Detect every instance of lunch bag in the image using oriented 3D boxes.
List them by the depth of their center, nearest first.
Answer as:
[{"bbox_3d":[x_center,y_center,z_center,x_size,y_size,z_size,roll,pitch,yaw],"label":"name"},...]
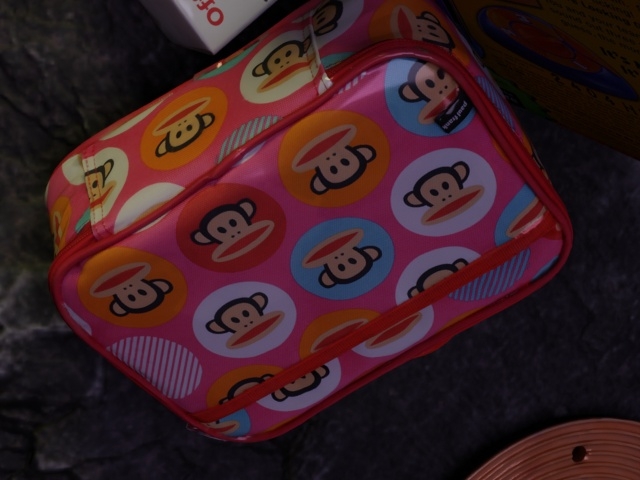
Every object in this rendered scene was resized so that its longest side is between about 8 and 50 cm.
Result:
[{"bbox_3d":[0.000,0.000,0.912,0.293,0.120,0.258,-31,130,14],"label":"lunch bag"}]

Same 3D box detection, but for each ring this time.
[{"bbox_3d":[0.196,0.300,1.176,0.336,0.032,0.336,-6,104,-23],"label":"ring"}]

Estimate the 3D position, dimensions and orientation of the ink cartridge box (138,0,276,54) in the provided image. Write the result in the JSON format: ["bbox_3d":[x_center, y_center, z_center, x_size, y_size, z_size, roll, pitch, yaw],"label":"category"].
[{"bbox_3d":[-0.052,-0.220,0.910,0.175,0.072,0.127,-43,117,-10],"label":"ink cartridge box"}]

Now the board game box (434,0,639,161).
[{"bbox_3d":[0.224,-0.259,0.794,0.356,0.356,0.356,-57,145,-4],"label":"board game box"}]
